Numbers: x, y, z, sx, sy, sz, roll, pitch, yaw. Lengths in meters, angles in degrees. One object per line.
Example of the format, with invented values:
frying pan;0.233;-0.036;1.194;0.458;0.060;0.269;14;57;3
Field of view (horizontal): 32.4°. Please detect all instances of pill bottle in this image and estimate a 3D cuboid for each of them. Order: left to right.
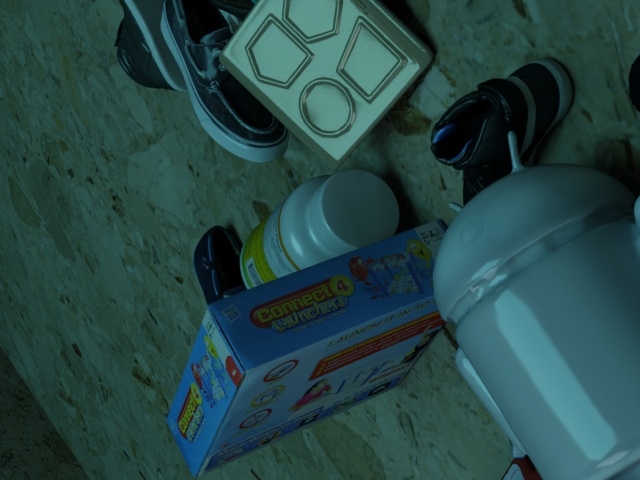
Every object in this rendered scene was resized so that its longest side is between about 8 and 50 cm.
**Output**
pill bottle;0.000;0.000;1.370;0.136;0.136;0.246;65;152;7

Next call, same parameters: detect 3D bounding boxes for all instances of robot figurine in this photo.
robot figurine;0.230;0.080;0.955;0.300;0.200;0.353;-46;68;43

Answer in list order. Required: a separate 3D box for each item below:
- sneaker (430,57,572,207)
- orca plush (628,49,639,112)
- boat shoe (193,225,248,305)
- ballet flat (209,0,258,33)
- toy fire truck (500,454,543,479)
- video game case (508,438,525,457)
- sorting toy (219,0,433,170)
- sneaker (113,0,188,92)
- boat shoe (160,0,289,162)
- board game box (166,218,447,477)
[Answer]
sneaker;0.149;-0.082;1.069;0.079;0.121;0.216;54;149;27
orca plush;0.304;-0.142;0.775;0.287;0.102;0.151;-4;106;61
boat shoe;-0.131;0.093;1.699;0.258;0.109;0.089;55;146;20
ballet flat;-0.075;-0.287;1.357;0.280;0.095;0.096;43;155;39
toy fire truck;0.254;0.330;1.154;0.302;0.170;0.253;104;154;-46
video game case;0.204;0.128;1.166;0.119;0.015;0.166;-91;-2;-59
sorting toy;0.004;-0.206;1.232;0.193;0.038;0.208;44;129;3
sneaker;-0.273;-0.352;1.634;0.147;0.105;0.295;-3;111;55
boat shoe;-0.125;-0.240;1.468;0.301;0.108;0.102;63;154;26
board game box;-0.007;0.131;1.292;0.086;0.308;0.302;59;150;21
